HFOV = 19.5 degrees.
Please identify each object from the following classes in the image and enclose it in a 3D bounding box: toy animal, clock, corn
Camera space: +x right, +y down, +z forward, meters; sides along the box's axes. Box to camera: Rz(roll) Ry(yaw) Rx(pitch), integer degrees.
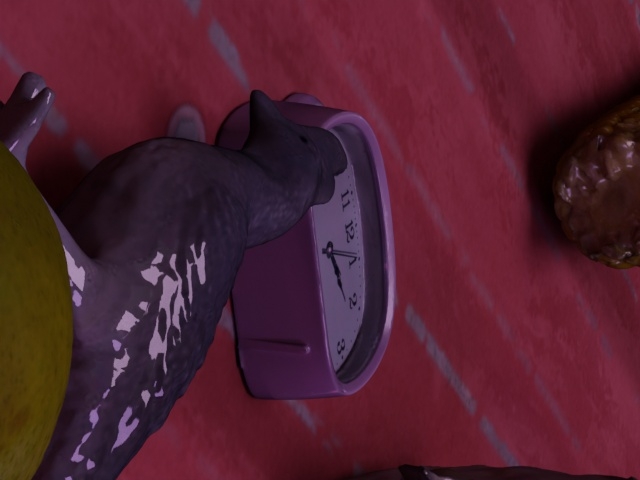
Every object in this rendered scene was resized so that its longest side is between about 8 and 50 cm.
[{"bbox_3d":[-0.095,0.032,0.715,0.367,0.081,0.206,-61,141,-31],"label":"toy animal"},{"bbox_3d":[0.000,0.000,0.938,0.110,0.050,0.153,-39,127,-56],"label":"clock"},{"bbox_3d":[0.266,-0.057,1.382,0.344,0.131,0.131,-23,114,-59],"label":"corn"}]

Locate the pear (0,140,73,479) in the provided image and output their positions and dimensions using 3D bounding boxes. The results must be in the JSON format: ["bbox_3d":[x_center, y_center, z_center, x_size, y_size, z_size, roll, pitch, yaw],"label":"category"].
[{"bbox_3d":[-0.162,0.048,0.524,0.180,0.166,0.216,-53,163,-66],"label":"pear"}]

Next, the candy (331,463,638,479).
[{"bbox_3d":[0.089,0.211,1.008,0.184,0.137,0.195,1,91,-36],"label":"candy"}]
